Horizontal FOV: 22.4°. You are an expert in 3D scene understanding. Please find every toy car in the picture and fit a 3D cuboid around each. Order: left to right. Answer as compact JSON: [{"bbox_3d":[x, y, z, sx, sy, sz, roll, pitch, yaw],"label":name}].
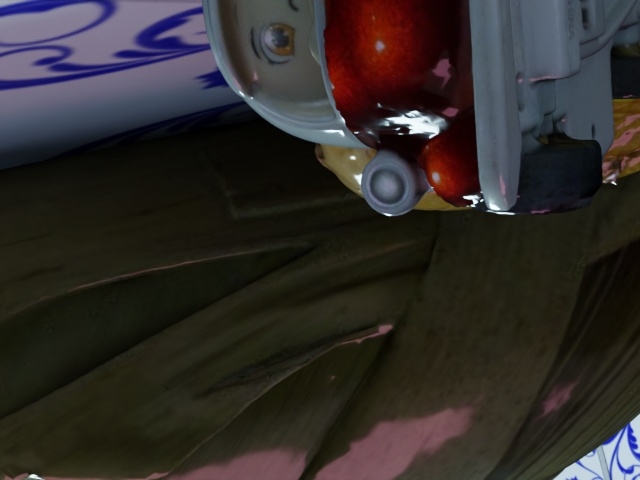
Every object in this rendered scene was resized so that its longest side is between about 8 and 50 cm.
[{"bbox_3d":[0.027,-0.065,0.421,0.112,0.112,0.139,0,-170,27],"label":"toy car"}]

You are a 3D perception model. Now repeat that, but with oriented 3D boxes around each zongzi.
[{"bbox_3d":[-0.008,-0.018,0.687,0.500,0.218,0.467,7,136,-44],"label":"zongzi"}]

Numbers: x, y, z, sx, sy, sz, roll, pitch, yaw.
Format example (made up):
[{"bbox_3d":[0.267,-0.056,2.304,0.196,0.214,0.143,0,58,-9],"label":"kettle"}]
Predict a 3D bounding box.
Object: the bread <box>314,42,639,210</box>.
[{"bbox_3d":[0.086,-0.066,0.595,0.189,0.077,0.114,-15,143,-5],"label":"bread"}]
